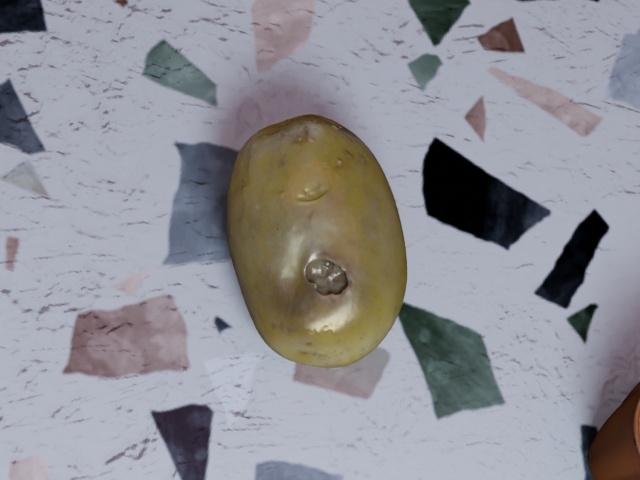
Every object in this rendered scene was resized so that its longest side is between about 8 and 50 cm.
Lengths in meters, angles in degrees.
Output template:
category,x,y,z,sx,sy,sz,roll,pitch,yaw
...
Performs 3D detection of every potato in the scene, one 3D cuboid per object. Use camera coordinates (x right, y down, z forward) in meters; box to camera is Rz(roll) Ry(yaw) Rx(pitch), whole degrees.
category,x,y,z,sx,sy,sz,roll,pitch,yaw
potato,0.000,0.000,1.370,0.150,0.146,0.234,-9,90,26

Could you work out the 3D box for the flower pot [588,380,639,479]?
category,x,y,z,sx,sy,sz,roll,pitch,yaw
flower pot,0.340,0.198,1.380,0.190,0.173,0.191,4,75,-14
